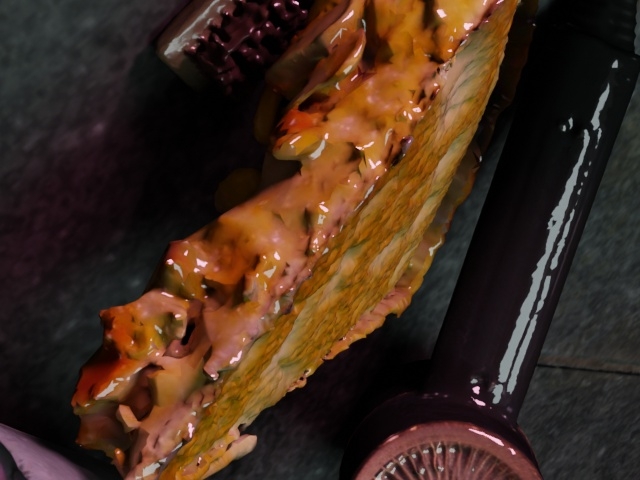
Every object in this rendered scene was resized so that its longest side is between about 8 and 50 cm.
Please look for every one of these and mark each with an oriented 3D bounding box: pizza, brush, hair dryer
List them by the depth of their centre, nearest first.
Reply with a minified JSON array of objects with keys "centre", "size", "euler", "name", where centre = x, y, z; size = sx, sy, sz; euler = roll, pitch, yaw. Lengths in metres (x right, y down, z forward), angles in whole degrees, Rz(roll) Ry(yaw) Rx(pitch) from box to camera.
[{"centre":[0.031,-0.152,0.653],"size":[0.248,0.036,0.043],"euler":[-46,152,0],"name":"brush"},{"centre":[0.000,0.000,0.699],"size":[0.287,0.074,0.251],"euler":[-52,164,-9],"name":"pizza"},{"centre":[0.104,0.011,0.841],"size":[0.189,0.107,0.352],"euler":[-81,-169,-84],"name":"hair dryer"}]

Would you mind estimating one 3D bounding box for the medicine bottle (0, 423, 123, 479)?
[{"centre":[-0.113,0.218,0.695],"size":[0.245,0.245,0.290],"euler":[-49,145,4],"name":"medicine bottle"}]
